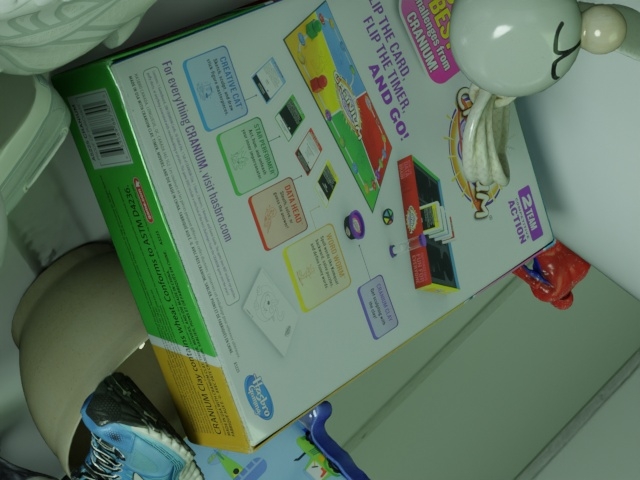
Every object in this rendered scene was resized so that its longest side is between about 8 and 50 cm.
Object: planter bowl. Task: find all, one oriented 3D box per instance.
[{"bbox_3d":[-0.138,0.070,0.832,0.162,0.109,0.162,-39,155,-22],"label":"planter bowl"}]

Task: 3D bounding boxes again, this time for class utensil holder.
[{"bbox_3d":[0.311,-0.108,1.006,0.327,0.385,0.327,-38,153,-23],"label":"utensil holder"}]

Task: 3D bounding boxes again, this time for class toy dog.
[{"bbox_3d":[0.183,-0.199,0.762,0.220,0.161,0.334,67,31,-60],"label":"toy dog"}]

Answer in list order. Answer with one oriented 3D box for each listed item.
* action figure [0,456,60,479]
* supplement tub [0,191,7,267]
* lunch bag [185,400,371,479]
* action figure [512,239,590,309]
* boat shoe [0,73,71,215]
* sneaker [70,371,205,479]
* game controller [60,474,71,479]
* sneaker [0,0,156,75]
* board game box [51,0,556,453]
[{"bbox_3d":[-0.251,0.179,0.766,0.164,0.141,0.276,-47,155,-24],"label":"action figure"},{"bbox_3d":[-0.264,0.061,0.501,0.191,0.191,0.272,-4,130,-58],"label":"supplement tub"},{"bbox_3d":[-0.091,0.245,1.033,0.293,0.221,0.138,-53,156,9],"label":"lunch bag"},{"bbox_3d":[0.219,-0.036,1.343,0.091,0.139,0.280,-38,132,-17],"label":"action figure"},{"bbox_3d":[-0.203,-0.013,0.667,0.184,0.066,0.063,-58,156,-5],"label":"boat shoe"},{"bbox_3d":[-0.119,0.140,0.757,0.073,0.063,0.162,-39,154,-15],"label":"sneaker"},{"bbox_3d":[-0.266,0.279,0.921,0.319,0.067,0.166,-43,-168,-5],"label":"game controller"},{"bbox_3d":[-0.145,-0.118,0.537,0.118,0.110,0.292,-46,170,30],"label":"sneaker"},{"bbox_3d":[0.010,-0.045,0.800,0.316,0.064,0.242,-29,107,-38],"label":"board game box"}]
